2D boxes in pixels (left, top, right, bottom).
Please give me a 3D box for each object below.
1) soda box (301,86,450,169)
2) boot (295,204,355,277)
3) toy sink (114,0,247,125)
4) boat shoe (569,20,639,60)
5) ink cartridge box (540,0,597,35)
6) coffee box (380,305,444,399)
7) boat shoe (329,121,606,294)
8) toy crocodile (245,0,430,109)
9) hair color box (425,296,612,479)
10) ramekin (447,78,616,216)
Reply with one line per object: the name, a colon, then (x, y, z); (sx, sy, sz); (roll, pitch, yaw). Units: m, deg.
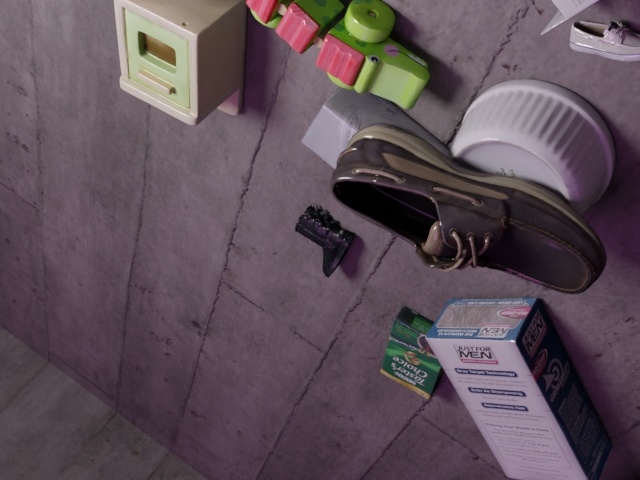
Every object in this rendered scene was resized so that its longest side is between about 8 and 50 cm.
soda box: (0.118, -0.104, 1.208); (0.286, 0.091, 0.098); (39, 144, 0)
boot: (0.000, 0.001, 1.470); (0.099, 0.045, 0.121); (32, 137, 6)
toy sink: (-0.214, -0.277, 1.285); (0.153, 0.131, 0.234); (30, 144, 15)
boat shoe: (0.327, -0.227, 0.937); (0.100, 0.035, 0.035); (22, 144, 34)
ink cartridge box: (0.287, -0.291, 0.840); (0.060, 0.104, 0.180); (48, 144, -11)
coffee box: (0.177, 0.210, 1.540); (0.113, 0.040, 0.184); (28, 143, 15)
boat shoe: (0.168, -0.016, 1.036); (0.356, 0.130, 0.132); (26, 143, 18)
toy crocodile: (-0.007, -0.288, 1.108); (0.341, 0.105, 0.115); (38, 145, 2)
hair color box: (0.334, 0.254, 1.392); (0.174, 0.105, 0.347); (-5, 126, 44)
ramekin: (0.261, -0.091, 1.078); (0.207, 0.109, 0.207); (24, 142, 20)
